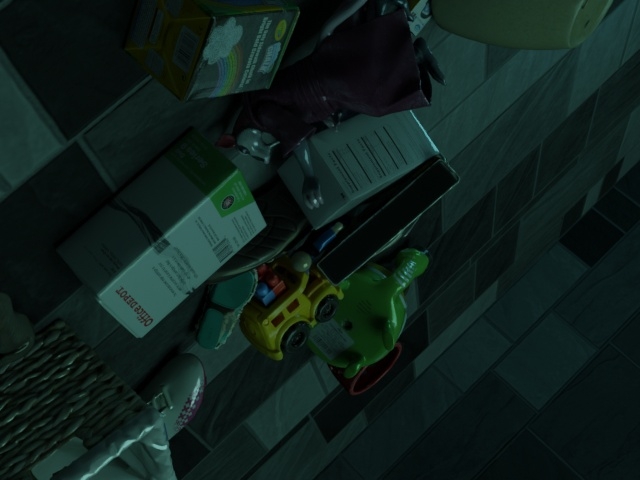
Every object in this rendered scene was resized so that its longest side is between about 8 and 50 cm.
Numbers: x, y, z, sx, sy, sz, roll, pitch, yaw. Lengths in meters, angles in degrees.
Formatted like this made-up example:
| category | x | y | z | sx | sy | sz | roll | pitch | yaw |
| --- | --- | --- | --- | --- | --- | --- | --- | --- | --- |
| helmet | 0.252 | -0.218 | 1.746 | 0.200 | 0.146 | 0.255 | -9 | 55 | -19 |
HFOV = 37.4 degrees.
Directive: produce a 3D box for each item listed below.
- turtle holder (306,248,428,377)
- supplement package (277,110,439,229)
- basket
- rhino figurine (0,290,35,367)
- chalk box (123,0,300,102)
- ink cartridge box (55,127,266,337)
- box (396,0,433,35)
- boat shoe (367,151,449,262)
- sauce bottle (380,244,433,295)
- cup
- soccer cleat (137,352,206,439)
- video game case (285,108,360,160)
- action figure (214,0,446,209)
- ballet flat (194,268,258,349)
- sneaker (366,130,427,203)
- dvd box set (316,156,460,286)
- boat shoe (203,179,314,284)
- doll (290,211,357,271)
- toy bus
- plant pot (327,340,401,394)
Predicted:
| category | x | y | z | sx | sy | sz | roll | pitch | yaw |
| --- | --- | --- | --- | --- | --- | --- | --- | --- | --- |
| turtle holder | 0.093 | 0.138 | 2.232 | 0.227 | 0.243 | 0.320 | -49 | 158 | -61 |
| supplement package | 0.069 | -0.143 | 1.718 | 0.244 | 0.133 | 0.139 | -29 | 173 | -38 |
| basket | -0.452 | 0.370 | 1.577 | 0.328 | 0.266 | 0.331 | -36 | 154 | -25 |
| rhino figurine | -0.485 | 0.118 | 1.356 | 0.106 | 0.073 | 0.243 | -37 | 154 | -14 |
| chalk box | -0.127 | -0.283 | 1.257 | 0.213 | 0.132 | 0.132 | -21 | 145 | -49 |
| ink cartridge box | -0.246 | -0.006 | 1.509 | 0.289 | 0.121 | 0.211 | -42 | 157 | -11 |
| box | 0.185 | -0.428 | 1.705 | 0.136 | 0.028 | 0.081 | -53 | 158 | 8 |
| boat shoe | 0.184 | -0.063 | 2.196 | 0.335 | 0.112 | 0.095 | -49 | 153 | -5 |
| sauce bottle | 0.152 | 0.134 | 2.465 | 0.344 | 0.111 | 0.111 | -38 | 156 | -21 |
| cup | 0.393 | -0.472 | 1.689 | 0.331 | 0.237 | 0.331 | -44 | 156 | -25 |
| soccer cleat | -0.355 | 0.374 | 1.952 | 0.331 | 0.116 | 0.143 | -56 | 156 | 20 |
| video game case | 0.063 | -0.249 | 1.788 | 0.274 | 0.026 | 0.196 | -21 | 147 | -45 |
| action figure | -0.009 | -0.238 | 1.465 | 0.370 | 0.248 | 0.275 | -25 | 123 | 7 |
| ballet flat | -0.190 | 0.119 | 1.899 | 0.241 | 0.091 | 0.077 | -57 | -174 | 32 |
| sneaker | 0.132 | -0.156 | 2.011 | 0.217 | 0.079 | 0.121 | -36 | 160 | -10 |
| dvd box set | 0.136 | -0.054 | 1.921 | 0.308 | 0.062 | 0.420 | -41 | -178 | 8 |
| boat shoe | -0.095 | -0.012 | 1.759 | 0.355 | 0.132 | 0.130 | -33 | 155 | -30 |
| doll | 0.000 | 0.000 | 1.744 | 0.129 | 0.046 | 0.189 | -32 | -173 | 40 |
| toy bus | -0.080 | 0.106 | 1.998 | 0.220 | 0.149 | 0.211 | -42 | 141 | -19 |
| plant pot | 0.093 | 0.290 | 2.533 | 0.191 | 0.174 | 0.191 | -39 | 157 | -20 |
